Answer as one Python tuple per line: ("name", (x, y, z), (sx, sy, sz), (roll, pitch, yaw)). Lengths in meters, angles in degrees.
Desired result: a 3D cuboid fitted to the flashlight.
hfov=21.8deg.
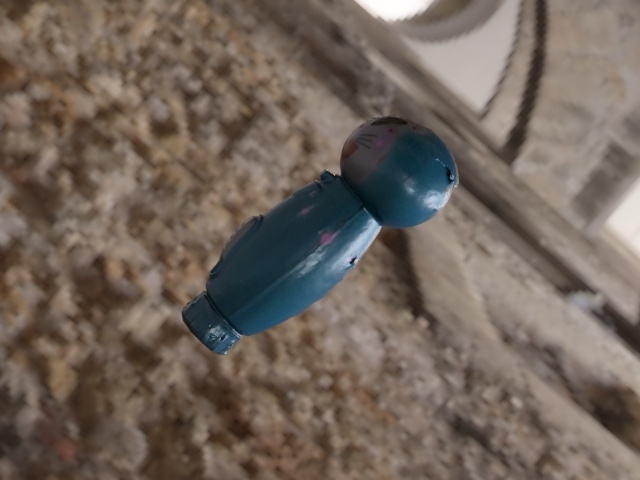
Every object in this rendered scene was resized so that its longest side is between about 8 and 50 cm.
("flashlight", (0.000, 0.000, 0.682), (0.129, 0.051, 0.051), (-42, -171, 4))
